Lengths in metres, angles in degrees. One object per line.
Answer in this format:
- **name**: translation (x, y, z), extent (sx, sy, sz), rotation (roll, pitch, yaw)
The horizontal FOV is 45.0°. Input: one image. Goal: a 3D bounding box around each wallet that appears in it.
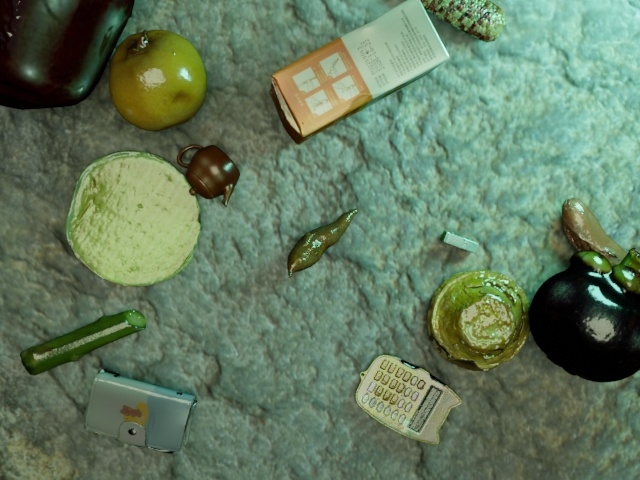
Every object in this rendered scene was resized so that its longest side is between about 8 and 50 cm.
- **wallet**: translation (-0.395, 0.376, 1.700), extent (0.231, 0.069, 0.170), rotation (16, 111, -3)

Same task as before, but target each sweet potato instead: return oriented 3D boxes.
- **sweet potato**: translation (-0.005, 0.000, 1.706), extent (0.226, 0.068, 0.068), rotation (-43, 97, -18)

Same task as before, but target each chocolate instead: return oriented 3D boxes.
- **chocolate**: translation (-0.541, -0.420, 1.488), extent (0.383, 0.384, 0.331), rotation (10, 104, -6)

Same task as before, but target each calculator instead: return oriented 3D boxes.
- **calculator**: translation (0.193, 0.358, 1.766), extent (0.236, 0.033, 0.157), rotation (30, 93, -4)

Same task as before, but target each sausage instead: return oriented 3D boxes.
- **sausage**: translation (0.657, 0.033, 1.751), extent (0.326, 0.079, 0.087), rotation (42, 102, -6)

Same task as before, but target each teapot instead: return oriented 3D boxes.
- **teapot**: translation (-0.242, -0.139, 1.643), extent (0.173, 0.116, 0.116), rotation (42, 91, 18)

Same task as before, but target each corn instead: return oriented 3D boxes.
- **corn**: translation (0.283, -0.514, 1.669), extent (0.253, 0.086, 0.086), rotation (27, 92, -4)

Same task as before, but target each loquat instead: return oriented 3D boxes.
- **loquat**: translation (-0.332, -0.325, 1.572), extent (0.208, 0.208, 0.208), rotation (0, 95, -5)

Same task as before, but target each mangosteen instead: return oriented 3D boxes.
- **mangosteen**: translation (0.604, 0.151, 1.663), extent (0.275, 0.275, 0.302), rotation (32, 94, -7)

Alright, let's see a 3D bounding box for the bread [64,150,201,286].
- **bread**: translation (-0.400, -0.046, 1.674), extent (0.301, 0.045, 0.301), rotation (-1, 98, -4)

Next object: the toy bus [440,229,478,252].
- **toy bus**: translation (0.314, 0.004, 1.740), extent (0.083, 0.037, 0.031), rotation (20, 94, -7)

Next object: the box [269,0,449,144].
- **box**: translation (0.066, -0.339, 1.596), extent (0.341, 0.225, 0.143), rotation (-30, 95, -2)

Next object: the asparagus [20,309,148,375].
- **asparagus**: translation (-0.515, 0.217, 1.680), extent (0.277, 0.060, 0.067), rotation (-25, 86, -3)

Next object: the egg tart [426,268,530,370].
- **egg tart**: translation (0.359, 0.182, 1.729), extent (0.241, 0.106, 0.241), rotation (0, 94, -1)
